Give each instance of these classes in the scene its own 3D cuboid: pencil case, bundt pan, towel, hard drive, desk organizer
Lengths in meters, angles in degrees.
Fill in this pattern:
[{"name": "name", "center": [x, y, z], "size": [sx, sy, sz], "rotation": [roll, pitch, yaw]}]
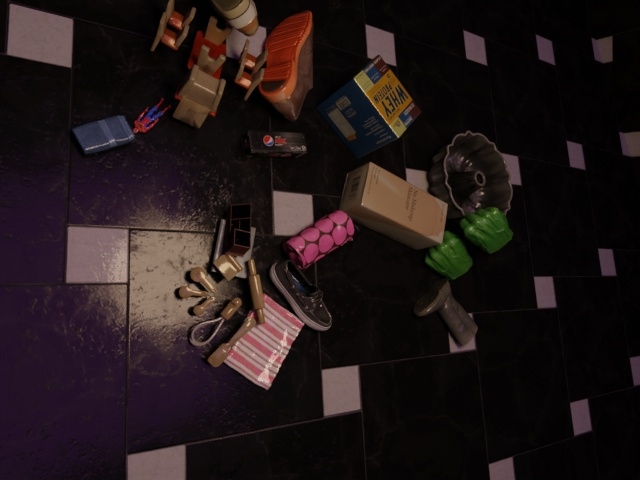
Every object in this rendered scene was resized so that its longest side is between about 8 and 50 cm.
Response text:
[{"name": "pencil case", "center": [0.000, 0.000, 1.251], "size": [0.209, 0.095, 0.098], "rotation": [-31, 118, -30]}, {"name": "bundt pan", "center": [0.496, -0.195, 1.568], "size": [0.331, 0.124, 0.330], "rotation": [6, 77, -29]}, {"name": "towel", "center": [-0.485, -0.236, 1.033], "size": [0.120, 0.029, 0.067], "rotation": [-28, 96, -33]}, {"name": "hard drive", "center": [-0.218, 0.022, 1.150], "size": [0.094, 0.022, 0.135], "rotation": [16, 72, -28]}, {"name": "desk organizer", "center": [-0.198, -0.030, 1.118], "size": [0.047, 0.050, 0.130], "rotation": [14, 57, -29]}, {"name": "towel", "center": [-0.138, 0.251, 1.150], "size": [0.144, 0.029, 0.197], "rotation": [39, 63, -19]}]

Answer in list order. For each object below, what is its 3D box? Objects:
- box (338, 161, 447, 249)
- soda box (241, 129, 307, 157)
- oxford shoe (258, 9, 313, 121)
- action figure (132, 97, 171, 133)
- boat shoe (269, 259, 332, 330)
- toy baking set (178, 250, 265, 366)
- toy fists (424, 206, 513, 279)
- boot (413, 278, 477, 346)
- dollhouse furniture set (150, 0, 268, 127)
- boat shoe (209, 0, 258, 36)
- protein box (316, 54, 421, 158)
[{"name": "box", "center": [0.222, -0.095, 1.382], "size": [0.311, 0.121, 0.147], "rotation": [21, 69, -26]}, {"name": "soda box", "center": [-0.124, -0.258, 1.243], "size": [0.169, 0.053, 0.060], "rotation": [-5, 83, -33]}, {"name": "oxford shoe", "center": [-0.080, -0.498, 1.301], "size": [0.132, 0.130, 0.363], "rotation": [51, 46, -52]}, {"name": "action figure", "center": [-0.405, -0.293, 1.095], "size": [0.038, 0.030, 0.115], "rotation": [45, 63, -22]}, {"name": "boat shoe", "center": [-0.035, 0.139, 1.198], "size": [0.228, 0.076, 0.080], "rotation": [53, 38, -9]}, {"name": "toy baking set", "center": [-0.226, 0.157, 1.101], "size": [0.197, 0.030, 0.256], "rotation": [-14, 89, -23]}, {"name": "toy fists", "center": [0.454, 0.001, 1.446], "size": [0.142, 0.279, 0.096], "rotation": [39, 23, -33]}, {"name": "boot", "center": [0.400, 0.249, 1.462], "size": [0.190, 0.076, 0.208], "rotation": [-36, 107, -29]}, {"name": "dollhouse furniture set", "center": [-0.289, -0.424, 1.144], "size": [0.262, 0.135, 0.259], "rotation": [22, 53, -26]}, {"name": "boat shoe", "center": [-0.244, -0.636, 1.187], "size": [0.302, 0.113, 0.103], "rotation": [66, 9, 29]}, {"name": "protein box", "center": [0.137, -0.379, 1.339], "size": [0.201, 0.200, 0.136], "rotation": [48, 61, -15]}]
